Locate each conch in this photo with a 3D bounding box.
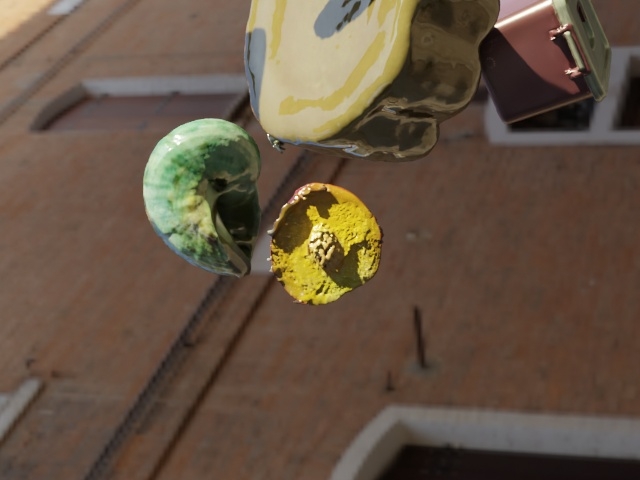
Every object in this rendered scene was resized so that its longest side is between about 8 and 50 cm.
[{"bbox_3d":[-0.137,-0.060,1.631,0.176,0.122,0.188,35,-118,-29],"label":"conch"}]

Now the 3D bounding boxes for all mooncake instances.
[{"bbox_3d":[0.073,-0.287,1.842,0.201,0.378,0.378,12,-103,-40],"label":"mooncake"}]

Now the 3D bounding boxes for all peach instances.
[{"bbox_3d":[0.000,0.001,1.063,0.061,0.098,0.098,-131,39,-83],"label":"peach"}]

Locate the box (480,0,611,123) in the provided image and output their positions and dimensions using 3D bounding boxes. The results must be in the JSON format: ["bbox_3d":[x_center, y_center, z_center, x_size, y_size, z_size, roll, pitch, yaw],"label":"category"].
[{"bbox_3d":[0.341,-0.309,2.071,0.193,0.167,0.294,65,-158,-16],"label":"box"}]

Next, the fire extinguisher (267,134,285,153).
[{"bbox_3d":[-0.065,-0.168,2.067,0.038,0.025,0.083,34,-144,-16],"label":"fire extinguisher"}]
